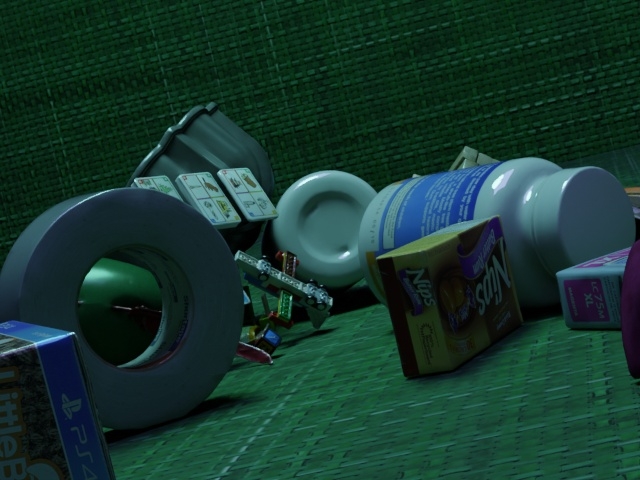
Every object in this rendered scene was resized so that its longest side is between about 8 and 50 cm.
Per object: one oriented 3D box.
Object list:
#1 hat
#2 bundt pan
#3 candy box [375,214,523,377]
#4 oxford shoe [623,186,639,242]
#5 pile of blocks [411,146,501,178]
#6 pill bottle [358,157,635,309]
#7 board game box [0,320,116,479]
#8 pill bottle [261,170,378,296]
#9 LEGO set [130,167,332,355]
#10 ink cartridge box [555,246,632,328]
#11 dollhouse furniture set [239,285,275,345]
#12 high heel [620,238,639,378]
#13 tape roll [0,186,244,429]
[{"bbox_3d":[-0.176,0.051,1.685,0.183,0.208,0.173,-30,24,21],"label":"hat"},{"bbox_3d":[-0.166,0.002,1.940,0.124,0.331,0.331,32,14,8],"label":"bundt pan"},{"bbox_3d":[0.120,0.047,1.410,0.053,0.109,0.187,-11,4,29],"label":"candy box"},{"bbox_3d":[0.260,-0.005,1.763,0.271,0.097,0.098,-12,10,19],"label":"oxford shoe"},{"bbox_3d":[0.147,-0.010,2.289,0.362,0.149,0.112,-22,40,44],"label":"pile of blocks"},{"bbox_3d":[0.178,-0.002,1.584,0.152,0.152,0.272,-17,6,-38],"label":"pill bottle"},{"bbox_3d":[-0.306,0.162,1.047,0.291,0.141,0.232,-16,5,-21],"label":"board game box"},{"bbox_3d":[0.000,0.000,2.023,0.146,0.146,0.264,-14,-5,-8],"label":"pill bottle"},{"bbox_3d":[-0.092,0.029,1.745,0.182,0.244,0.060,-9,-33,-48],"label":"LEGO set"},{"bbox_3d":[0.360,0.024,1.296,0.186,0.065,0.311,-16,7,-26],"label":"ink cartridge box"},{"bbox_3d":[-0.098,0.092,1.850,0.076,0.058,0.151,-14,4,4],"label":"dollhouse furniture set"},{"bbox_3d":[0.400,0.037,1.069,0.377,0.181,0.127,8,-12,26],"label":"high heel"},{"bbox_3d":[-0.182,0.062,1.431,0.219,0.219,0.072,-16,5,-28],"label":"tape roll"}]
